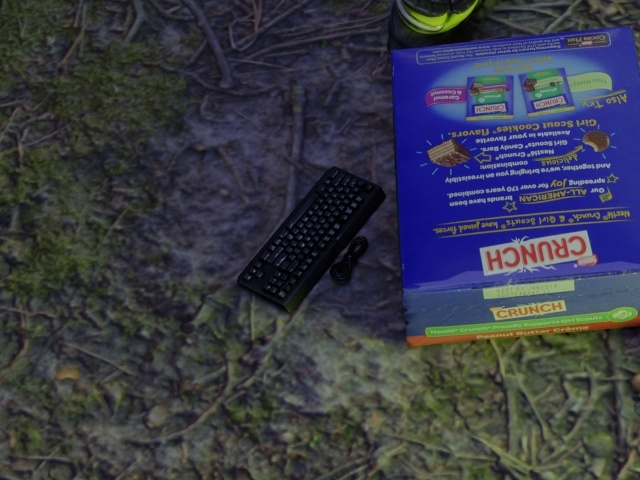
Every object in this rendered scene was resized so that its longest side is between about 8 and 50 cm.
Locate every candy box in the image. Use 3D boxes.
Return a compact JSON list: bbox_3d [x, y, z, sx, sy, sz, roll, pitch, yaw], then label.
[{"bbox_3d":[0.212,-0.060,1.509,0.268,0.122,0.317,-5,55,7],"label":"candy box"}]

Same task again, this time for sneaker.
[{"bbox_3d":[0.154,-0.311,1.699,0.111,0.121,0.300,37,48,6],"label":"sneaker"}]

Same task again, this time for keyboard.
[{"bbox_3d":[0.000,0.000,1.571,0.108,0.023,0.180,28,67,26],"label":"keyboard"}]
